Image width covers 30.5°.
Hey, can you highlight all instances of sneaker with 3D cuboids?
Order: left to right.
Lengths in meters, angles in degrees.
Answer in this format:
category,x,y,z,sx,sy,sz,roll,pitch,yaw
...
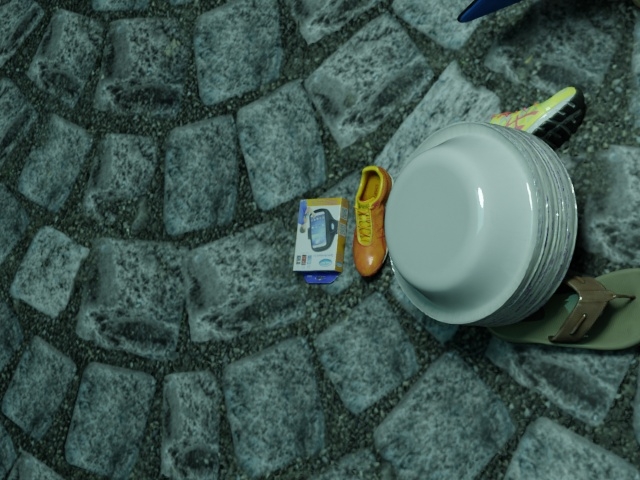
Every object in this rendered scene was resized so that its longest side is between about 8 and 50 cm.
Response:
category,x,y,z,sx,sy,sz,roll,pitch,yaw
sneaker,0.072,-0.031,1.829,0.064,0.067,0.175,-2,77,31
sneaker,0.288,-0.162,1.714,0.208,0.081,0.094,-40,57,19

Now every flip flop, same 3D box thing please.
category,x,y,z,sx,sy,sz,roll,pitch,yaw
flip flop,0.342,0.091,1.608,0.277,0.080,0.112,-3,75,33

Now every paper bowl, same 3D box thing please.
category,x,y,z,sx,sy,sz,roll,pitch,yaw
paper bowl,0.200,-0.024,1.624,0.284,0.148,0.284,-6,82,48

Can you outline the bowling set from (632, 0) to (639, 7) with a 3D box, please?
category,x,y,z,sx,sy,sz,roll,pitch,yaw
bowling set,0.512,-0.460,1.602,0.287,0.154,0.200,-22,66,26

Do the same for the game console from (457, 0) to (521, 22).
category,x,y,z,sx,sy,sz,roll,pitch,yaw
game console,0.323,-0.451,1.628,0.293,0.173,0.250,146,131,-69

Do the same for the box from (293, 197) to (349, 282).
category,x,y,z,sx,sy,sz,roll,pitch,yaw
box,0.000,0.000,1.891,0.081,0.028,0.136,-2,74,33
